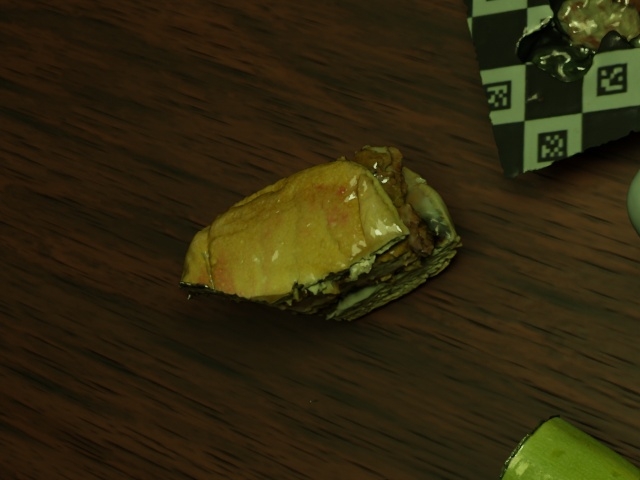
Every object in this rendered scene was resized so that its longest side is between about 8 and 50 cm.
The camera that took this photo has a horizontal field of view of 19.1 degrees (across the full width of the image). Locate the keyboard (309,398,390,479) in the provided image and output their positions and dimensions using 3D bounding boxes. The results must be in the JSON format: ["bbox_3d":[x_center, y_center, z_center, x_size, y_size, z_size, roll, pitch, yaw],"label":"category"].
[{"bbox_3d":[0.069,0.342,1.986,0.103,0.041,0.381,-35,71,20],"label":"keyboard"}]

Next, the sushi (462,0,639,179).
[{"bbox_3d":[0.307,-0.249,1.948,0.320,0.069,0.339,-23,64,23],"label":"sushi"}]

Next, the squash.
[{"bbox_3d":[0.268,0.256,1.833,0.186,0.123,0.123,29,95,31],"label":"squash"}]

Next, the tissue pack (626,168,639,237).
[{"bbox_3d":[0.440,0.003,1.710,0.229,0.236,0.333,-50,59,14],"label":"tissue pack"}]

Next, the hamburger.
[{"bbox_3d":[0.000,0.000,2.025,0.282,0.155,0.245,26,90,36],"label":"hamburger"}]
